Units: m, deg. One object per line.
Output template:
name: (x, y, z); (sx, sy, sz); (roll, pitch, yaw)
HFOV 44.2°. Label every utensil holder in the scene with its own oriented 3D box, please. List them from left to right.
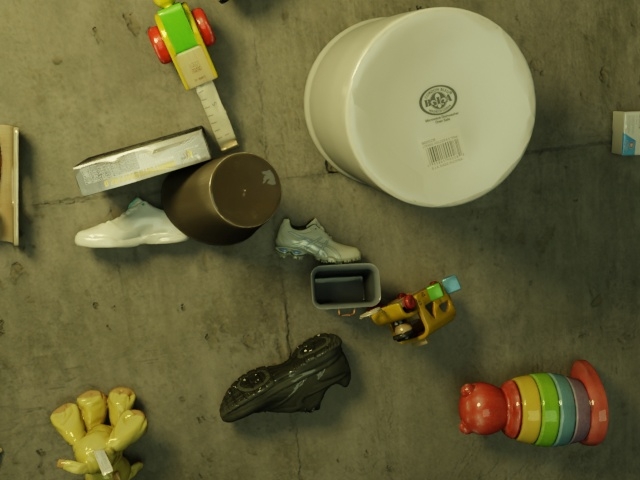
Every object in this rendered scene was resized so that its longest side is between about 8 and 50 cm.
utensil holder: (0.156, -0.236, 1.366); (0.327, 0.385, 0.328); (-2, 101, -8)

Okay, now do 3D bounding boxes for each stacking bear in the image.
stacking bear: (0.432, 0.351, 1.648); (0.288, 0.164, 0.176); (1, 101, -4)

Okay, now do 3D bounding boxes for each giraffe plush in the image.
giraffe plush: (-0.419, 0.417, 1.536); (0.181, 0.210, 0.171); (-7, 131, -10)

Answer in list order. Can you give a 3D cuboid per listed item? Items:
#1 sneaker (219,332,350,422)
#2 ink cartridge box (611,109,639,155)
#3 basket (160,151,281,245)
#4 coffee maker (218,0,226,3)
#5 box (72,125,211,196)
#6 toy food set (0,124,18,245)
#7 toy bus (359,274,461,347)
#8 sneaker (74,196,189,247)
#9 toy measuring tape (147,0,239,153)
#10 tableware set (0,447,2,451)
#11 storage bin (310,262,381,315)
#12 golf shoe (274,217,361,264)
sneaker: (-0.065, 0.305, 1.588); (0.286, 0.109, 0.130); (-26, 110, -1)
ink cartridge box: (0.667, -0.222, 1.616); (0.122, 0.052, 0.089); (-3, 102, -7)
basket: (-0.167, -0.077, 1.408); (0.204, 0.227, 0.154); (20, 79, -19)
coffee maker: (-0.174, -0.539, 1.392); (0.171, 0.120, 0.178); (-45, 104, 1)
box: (-0.313, -0.147, 1.417); (0.230, 0.183, 0.056); (-17, 103, -6)
toy food set: (-0.698, -0.102, 1.414); (0.305, 0.092, 0.220); (2, 101, -9)
toy bus: (0.180, 0.153, 1.538); (0.202, 0.191, 0.105); (-23, 88, -4)
sneaker: (-0.359, -0.035, 1.494); (0.212, 0.080, 0.094); (-7, 95, -16)
toy measuring tape: (-0.231, -0.321, 1.455); (0.121, 0.121, 0.330); (-24, 126, -3)
tableware set: (-0.722, 0.450, 1.558); (0.141, 0.020, 0.169); (23, 96, -14)
storage bin: (0.045, 0.100, 1.559); (0.135, 0.091, 0.098); (-3, 82, -7)
golf shoe: (0.000, 0.000, 1.555); (0.176, 0.069, 0.086); (8, 94, -11)
